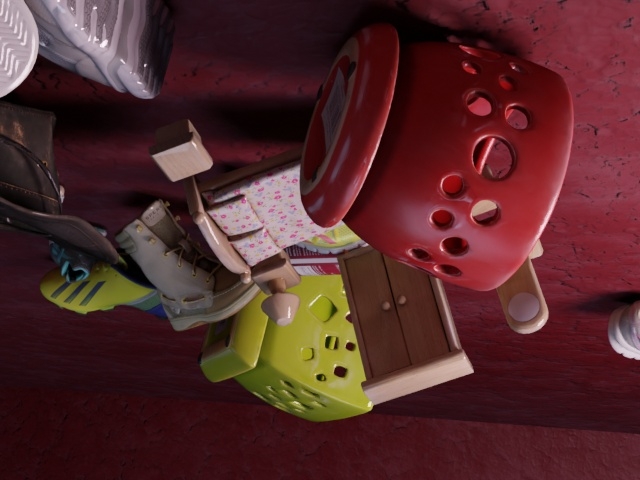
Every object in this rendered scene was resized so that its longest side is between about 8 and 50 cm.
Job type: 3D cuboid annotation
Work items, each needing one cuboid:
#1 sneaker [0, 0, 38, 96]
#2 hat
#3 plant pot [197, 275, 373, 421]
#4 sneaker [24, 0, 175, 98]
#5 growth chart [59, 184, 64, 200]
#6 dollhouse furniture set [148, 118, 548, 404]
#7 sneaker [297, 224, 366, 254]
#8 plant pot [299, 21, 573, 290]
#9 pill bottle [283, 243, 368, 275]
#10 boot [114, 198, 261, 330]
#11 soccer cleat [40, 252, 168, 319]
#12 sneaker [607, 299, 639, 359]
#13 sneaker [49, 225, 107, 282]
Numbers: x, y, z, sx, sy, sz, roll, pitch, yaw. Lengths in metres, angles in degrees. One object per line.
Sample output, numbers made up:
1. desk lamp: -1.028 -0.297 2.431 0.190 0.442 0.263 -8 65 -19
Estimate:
1. sneaker: -0.302 -0.220 0.667 0.169 0.108 0.292 33 158 45
2. hat: -0.333 -0.084 1.088 0.331 0.134 0.331 14 171 2
3. plant pot: -0.037 0.112 1.530 0.207 0.228 0.227 18 162 -17
4. sneaker: -0.193 -0.176 0.787 0.115 0.105 0.281 9 163 9
5. growth chart: -0.443 -0.067 1.420 0.237 0.021 0.172 14 163 -24
6. dollhouse furniture set: 0.052 0.002 1.084 0.303 0.174 0.355 -20 146 10
7. sneaker: -0.026 -0.038 1.249 0.208 0.081 0.094 -1 154 17
8. plant pot: 0.082 -0.070 0.893 0.174 0.191 0.191 15 163 -12
9. pill bottle: 0.000 0.000 1.355 0.152 0.086 0.086 -2 162 30
10. boot: -0.162 0.020 1.387 0.213 0.077 0.165 -22 105 48
11. soccer cleat: -0.318 0.056 1.729 0.289 0.093 0.121 4 134 24
12. sneaker: 0.544 0.136 1.577 0.252 0.103 0.111 5 166 4
13. sneaker: -0.363 0.027 1.613 0.065 0.076 0.166 14 163 -21
